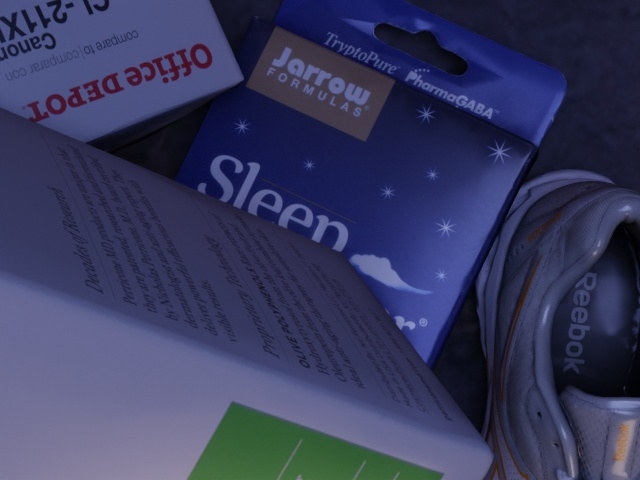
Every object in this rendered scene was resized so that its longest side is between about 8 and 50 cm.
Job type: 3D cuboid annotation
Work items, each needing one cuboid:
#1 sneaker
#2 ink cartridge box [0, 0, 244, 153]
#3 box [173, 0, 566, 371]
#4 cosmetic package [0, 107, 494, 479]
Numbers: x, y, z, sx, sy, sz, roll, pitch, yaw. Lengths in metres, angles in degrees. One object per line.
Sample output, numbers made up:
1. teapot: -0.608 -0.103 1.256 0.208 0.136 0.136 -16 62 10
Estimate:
1. sneaker: 0.109 0.100 0.672 0.099 0.121 0.263 -2 90 -6
2. ink cartridge box: -0.125 -0.115 0.640 0.127 0.072 0.175 -28 95 -45
3. box: 0.000 0.000 0.687 0.136 0.036 0.225 25 86 9
4. cosmetic package: -0.157 0.053 0.513 0.365 0.155 0.197 21 108 -31
